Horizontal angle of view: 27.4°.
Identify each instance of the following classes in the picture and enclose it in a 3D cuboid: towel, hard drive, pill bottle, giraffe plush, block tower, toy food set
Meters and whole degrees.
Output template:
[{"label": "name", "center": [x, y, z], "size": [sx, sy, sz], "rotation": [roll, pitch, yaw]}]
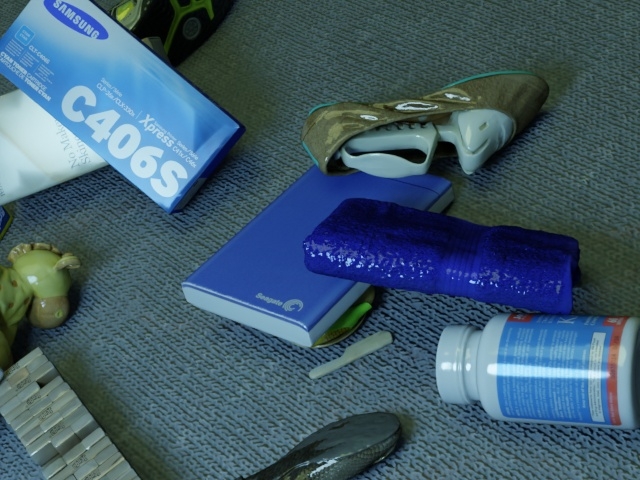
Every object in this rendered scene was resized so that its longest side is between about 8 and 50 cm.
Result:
[{"label": "towel", "center": [0.147, 0.012, 1.518], "size": [0.308, 0.076, 0.227], "rotation": [9, 9, 9]}, {"label": "hard drive", "center": [0.000, 0.000, 1.710], "size": [0.210, 0.040, 0.318], "rotation": [17, 46, 36]}, {"label": "pill bottle", "center": [0.246, 0.141, 1.450], "size": [0.221, 0.124, 0.124], "rotation": [1, 50, 24]}, {"label": "giraffe plush", "center": [-0.422, 0.075, 1.814], "size": [0.170, 0.210, 0.181], "rotation": [-17, 32, -34]}, {"label": "block tower", "center": [-0.294, 0.268, 1.608], "size": [0.097, 0.091, 0.335], "rotation": [-38, 45, -10]}, {"label": "toy food set", "center": [0.005, 0.081, 1.680], "size": [0.132, 0.039, 0.192], "rotation": [-28, 44, -1]}]

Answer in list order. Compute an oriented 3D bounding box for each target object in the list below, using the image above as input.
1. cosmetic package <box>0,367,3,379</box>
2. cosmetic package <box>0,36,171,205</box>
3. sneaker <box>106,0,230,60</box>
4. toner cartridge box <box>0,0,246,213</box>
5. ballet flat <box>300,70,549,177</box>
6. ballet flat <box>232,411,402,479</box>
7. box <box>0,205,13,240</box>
[{"label": "cosmetic package", "center": [-0.632, 0.279, 1.623], "size": [0.230, 0.161, 0.453], "rotation": [25, 75, 31]}, {"label": "cosmetic package", "center": [-0.364, -0.182, 1.993], "size": [0.309, 0.160, 0.113], "rotation": [-22, 7, 6]}, {"label": "sneaker", "center": [-0.307, -0.352, 2.158], "size": [0.384, 0.145, 0.147], "rotation": [-43, 45, -19]}, {"label": "toner cartridge box", "center": [-0.292, -0.210, 1.884], "size": [0.348, 0.075, 0.165], "rotation": [39, 94, 2]}, {"label": "ballet flat", "center": [0.146, -0.140, 1.745], "size": [0.342, 0.116, 0.124], "rotation": [-7, 48, -3]}, {"label": "ballet flat", "center": [-0.016, 0.273, 1.507], "size": [0.249, 0.058, 0.084], "rotation": [-27, 22, -9]}, {"label": "box", "center": [-0.567, -0.032, 2.041], "size": [0.168, 0.054, 0.059], "rotation": [1, 50, 26]}]
